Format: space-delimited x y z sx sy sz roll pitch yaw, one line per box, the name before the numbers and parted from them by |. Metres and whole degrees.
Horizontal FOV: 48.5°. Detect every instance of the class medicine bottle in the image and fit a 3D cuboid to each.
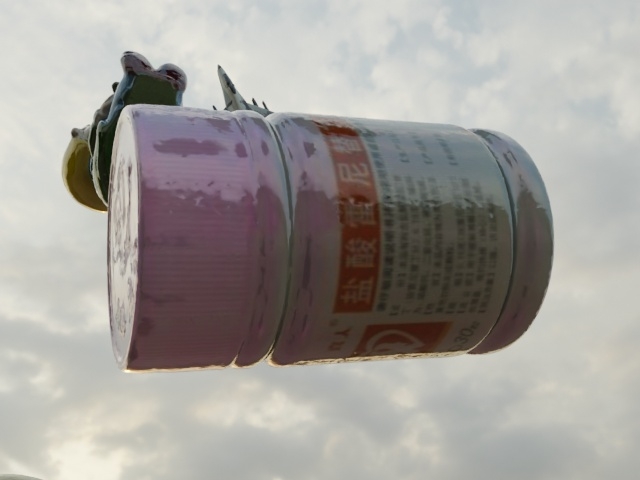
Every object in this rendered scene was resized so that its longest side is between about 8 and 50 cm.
medicine bottle | 0.000 0.000 0.570 0.316 0.202 0.202 0 -35 -22

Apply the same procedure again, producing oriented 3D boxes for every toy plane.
toy plane | -0.156 -0.243 1.366 0.160 0.234 0.082 -16 -38 -22

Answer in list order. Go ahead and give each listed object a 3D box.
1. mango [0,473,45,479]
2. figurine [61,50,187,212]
mango | -0.239 0.223 0.517 0.191 0.122 0.085 14 -55 28
figurine | -0.230 -0.118 0.824 0.128 0.185 0.234 4 6 -21
